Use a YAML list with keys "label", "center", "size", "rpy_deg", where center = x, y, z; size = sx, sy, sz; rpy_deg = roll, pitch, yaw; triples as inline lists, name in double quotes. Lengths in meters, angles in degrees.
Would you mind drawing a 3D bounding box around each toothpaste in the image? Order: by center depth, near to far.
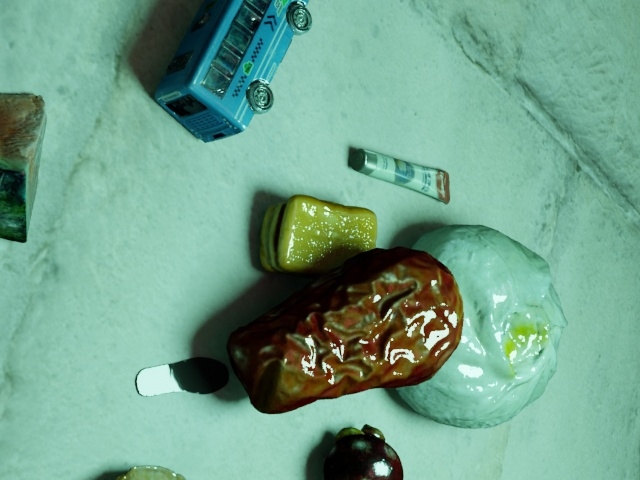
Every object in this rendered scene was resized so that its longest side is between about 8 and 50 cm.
- label: "toothpaste"
  center: [0.142, -0.110, 1.605]
  size: [0.239, 0.039, 0.062]
  rpy_deg: [13, 72, -45]

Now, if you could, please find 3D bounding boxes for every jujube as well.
- label: "jujube"
  center: [0.038, 0.133, 1.354]
  size: [0.342, 0.216, 0.216]
  rpy_deg: [-16, 100, -19]

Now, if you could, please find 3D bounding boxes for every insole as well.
- label: "insole"
  center: [-0.184, 0.187, 1.299]
  size: [0.152, 0.002, 0.053]
  rpy_deg: [-3, 90, -44]

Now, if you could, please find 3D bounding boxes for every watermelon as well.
- label: "watermelon"
  center: [-0.393, -0.097, 1.090]
  size: [0.207, 0.136, 0.202]
  rpy_deg: [38, 19, -6]

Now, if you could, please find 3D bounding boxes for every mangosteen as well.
- label: "mangosteen"
  center: [0.066, 0.340, 1.457]
  size: [0.140, 0.140, 0.140]
  rpy_deg: [3, 85, -44]

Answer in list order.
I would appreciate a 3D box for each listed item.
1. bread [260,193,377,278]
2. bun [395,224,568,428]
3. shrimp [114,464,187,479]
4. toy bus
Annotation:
- label: "bread"
  center: [0.000, 0.000, 1.435]
  size: [0.200, 0.077, 0.116]
  rpy_deg: [10, 80, -45]
- label: "bun"
  center: [0.270, 0.147, 1.593]
  size: [0.361, 0.211, 0.362]
  rpy_deg: [0, 89, -43]
- label: "shrimp"
  center: [-0.253, 0.351, 1.179]
  size: [0.317, 0.077, 0.168]
  rpy_deg: [34, 59, -45]
- label: "toy bus"
  center: [-0.117, -0.264, 1.313]
  size: [0.134, 0.113, 0.246]
  rpy_deg: [36, 66, -30]
